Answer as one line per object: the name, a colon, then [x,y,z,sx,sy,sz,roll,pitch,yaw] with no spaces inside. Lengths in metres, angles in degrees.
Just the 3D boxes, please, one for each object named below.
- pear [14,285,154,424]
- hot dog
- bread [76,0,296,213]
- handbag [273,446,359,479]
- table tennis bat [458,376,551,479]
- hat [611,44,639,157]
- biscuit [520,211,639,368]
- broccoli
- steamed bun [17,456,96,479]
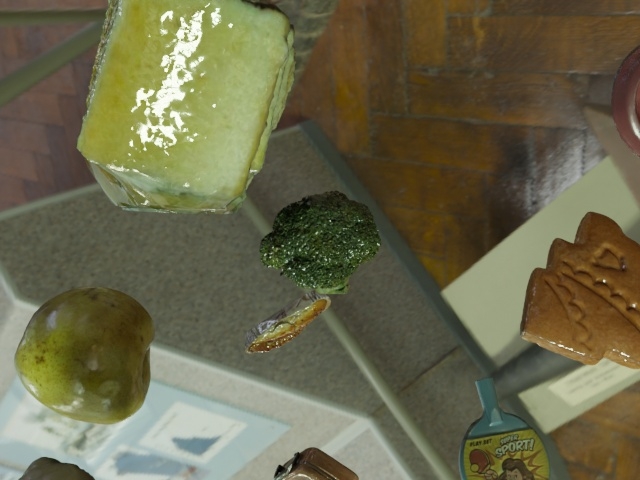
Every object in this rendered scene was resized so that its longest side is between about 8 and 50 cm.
pear: [-0.515,0.255,1.914,0.303,0.304,0.304,19,119,37]
hot dog: [-0.064,0.161,1.680,0.053,0.192,0.099,55,173,22]
bread: [-0.167,-0.151,1.075,0.239,0.395,0.264,14,93,-4]
handbag: [-0.019,0.524,1.880,0.151,0.072,0.193,39,142,-7]
table tennis bat: [0.423,0.486,2.049,0.044,0.215,0.329,100,161,-70]
hat: [0.549,-0.228,1.410,0.089,0.205,0.206,-157,51,-74]
biscuit: [0.424,0.090,1.303,0.284,0.306,0.043,59,151,24]
broccoli: [0.000,0.000,1.096,0.162,0.145,0.138,44,153,45]
steamed bun: [-0.412,0.548,1.473,0.309,0.219,0.324,19,136,25]
